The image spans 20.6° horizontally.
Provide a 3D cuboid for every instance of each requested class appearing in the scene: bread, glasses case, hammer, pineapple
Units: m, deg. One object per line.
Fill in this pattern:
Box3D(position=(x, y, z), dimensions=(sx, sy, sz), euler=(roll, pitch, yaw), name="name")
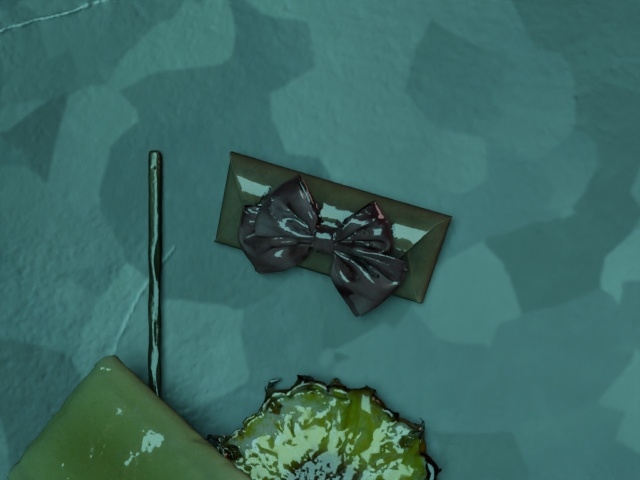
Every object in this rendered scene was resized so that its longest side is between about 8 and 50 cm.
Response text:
Box3D(position=(-0.147, 0.198, 1.417), dimensions=(0.178, 0.060, 0.139), euler=(41, 94, 19), name="bread")
Box3D(position=(0.000, 0.000, 1.443), dimensions=(0.193, 0.070, 0.103), euler=(17, 89, 9), name="glasses case")
Box3D(position=(-0.137, 0.068, 1.480), dimensions=(0.058, 0.029, 0.292), euler=(-1, 83, 6), name="hammer")
Box3D(position=(-0.001, 0.210, 1.441), dimensions=(0.221, 0.047, 0.221), euler=(-1, 81, 8), name="pineapple")
